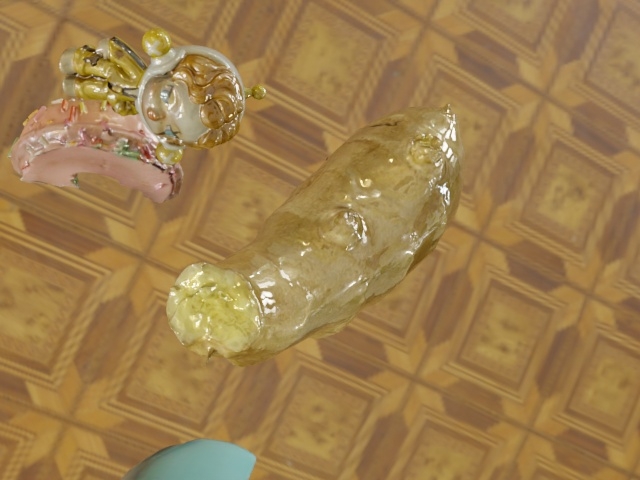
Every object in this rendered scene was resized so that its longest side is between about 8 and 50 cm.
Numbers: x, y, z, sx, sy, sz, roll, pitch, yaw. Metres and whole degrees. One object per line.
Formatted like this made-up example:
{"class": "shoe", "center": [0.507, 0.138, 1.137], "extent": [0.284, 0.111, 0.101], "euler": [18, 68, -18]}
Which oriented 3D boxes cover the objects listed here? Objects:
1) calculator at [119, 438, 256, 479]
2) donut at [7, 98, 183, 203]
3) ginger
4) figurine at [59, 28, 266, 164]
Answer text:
{"class": "calculator", "center": [-0.151, 0.245, 0.483], "extent": [0.054, 0.386, 0.256], "euler": [36, 126, -8]}
{"class": "donut", "center": [-0.205, -0.090, 1.170], "extent": [0.166, 0.117, 0.065], "euler": [8, 65, -12]}
{"class": "ginger", "center": [-0.013, 0.007, 1.134], "extent": [0.375, 0.236, 0.166], "euler": [-25, 87, -32]}
{"class": "figurine", "center": [-0.117, -0.104, 0.900], "extent": [0.068, 0.143, 0.101], "euler": [-55, 128, -46]}
